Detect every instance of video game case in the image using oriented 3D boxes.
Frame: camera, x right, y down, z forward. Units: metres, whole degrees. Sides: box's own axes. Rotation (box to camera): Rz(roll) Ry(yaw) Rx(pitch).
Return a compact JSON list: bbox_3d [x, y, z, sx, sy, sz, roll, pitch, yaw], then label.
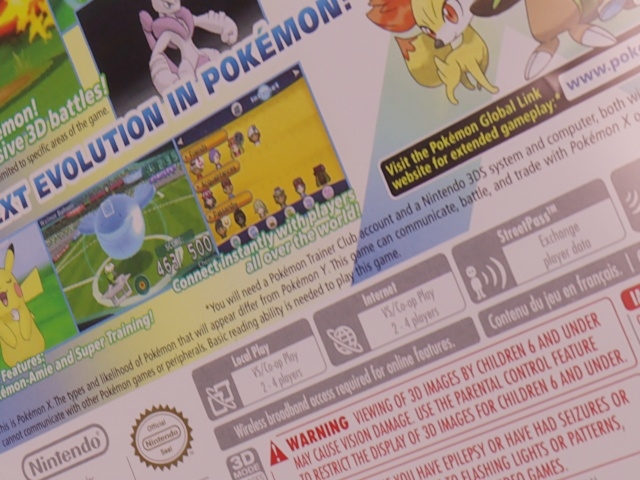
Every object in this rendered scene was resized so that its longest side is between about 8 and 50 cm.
[{"bbox_3d":[0.000,0.000,0.488,0.329,0.036,0.300,-27,82,36],"label":"video game case"}]
